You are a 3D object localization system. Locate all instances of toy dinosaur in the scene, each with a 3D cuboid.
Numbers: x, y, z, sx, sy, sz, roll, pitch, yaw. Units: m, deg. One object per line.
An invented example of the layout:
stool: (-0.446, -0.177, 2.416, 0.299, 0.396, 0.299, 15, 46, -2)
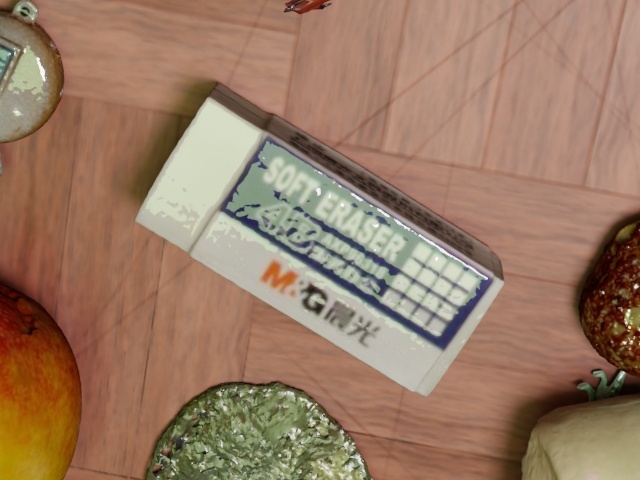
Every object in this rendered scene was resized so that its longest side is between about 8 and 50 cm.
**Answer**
toy dinosaur: (0.240, 0.140, 1.260, 0.083, 0.021, 0.062, -19, 111, 14)

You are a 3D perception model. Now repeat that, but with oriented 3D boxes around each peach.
peach: (-0.305, 0.137, 1.199, 0.231, 0.231, 0.231, 1, 107, 4)

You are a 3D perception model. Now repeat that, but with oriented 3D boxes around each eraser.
eraser: (0.000, 0.000, 1.205, 0.279, 0.081, 0.124, 31, 106, -5)

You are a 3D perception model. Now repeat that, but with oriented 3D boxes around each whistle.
whistle: (-0.280, -0.096, 1.212, 0.107, 0.057, 0.220, 28, 109, -5)

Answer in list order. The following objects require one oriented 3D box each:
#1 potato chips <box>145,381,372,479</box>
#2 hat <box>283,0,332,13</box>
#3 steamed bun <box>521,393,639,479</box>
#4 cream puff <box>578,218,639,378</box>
potato chips: (-0.045, 0.229, 1.306, 0.220, 0.029, 0.202, 36, 103, -5)
hat: (0.033, -0.293, 1.118, 0.140, 0.129, 0.227, -8, 88, 31)
steamed bun: (0.270, 0.204, 1.210, 0.225, 0.200, 0.170, -12, 64, -9)
cream puff: (0.282, 0.049, 1.197, 0.149, 0.084, 0.149, 1, 106, 2)
